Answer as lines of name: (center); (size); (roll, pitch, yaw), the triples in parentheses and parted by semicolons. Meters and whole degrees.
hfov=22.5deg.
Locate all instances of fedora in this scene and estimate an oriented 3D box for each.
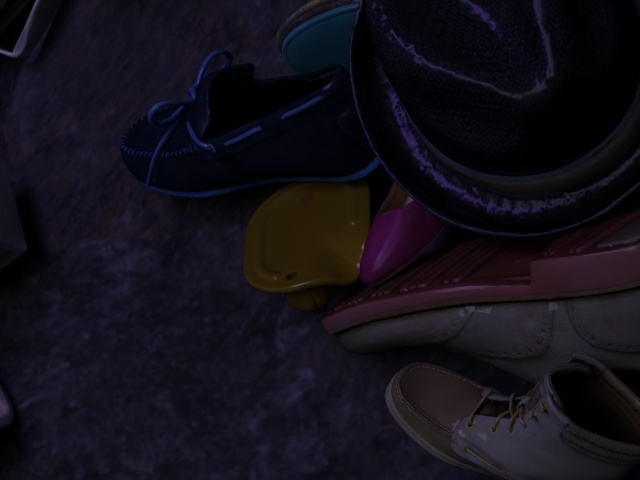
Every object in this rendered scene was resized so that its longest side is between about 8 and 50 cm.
fedora: (0.139, -0.170, 1.311); (0.334, 0.152, 0.334); (-9, 71, 28)

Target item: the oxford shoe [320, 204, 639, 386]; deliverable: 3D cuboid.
oxford shoe: (0.159, 0.076, 1.370); (0.397, 0.140, 0.147); (-11, 106, 47)

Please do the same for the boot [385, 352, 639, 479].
boot: (0.160, 0.137, 1.295); (0.213, 0.165, 0.077); (31, 60, 10)

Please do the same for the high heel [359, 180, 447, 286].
high heel: (0.078, -0.080, 1.432); (0.244, 0.117, 0.082); (-54, 23, -19)

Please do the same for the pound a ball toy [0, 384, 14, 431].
pound a ball toy: (-0.470, 0.270, 1.765); (0.319, 0.136, 0.208); (-38, 84, 19)

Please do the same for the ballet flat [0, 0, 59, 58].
ballet flat: (-0.409, -0.230, 1.859); (0.409, 0.147, 0.147); (-51, 55, 11)

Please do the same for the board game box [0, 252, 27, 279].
board game box: (-0.456, 0.016, 1.865); (0.243, 0.042, 0.165); (-35, 59, 21)

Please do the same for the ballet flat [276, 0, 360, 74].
ballet flat: (0.121, -0.233, 1.513); (0.348, 0.123, 0.123); (-10, 70, 32)

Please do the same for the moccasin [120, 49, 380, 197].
moccasin: (-0.072, -0.128, 1.574); (0.342, 0.117, 0.138); (-6, 44, 37)

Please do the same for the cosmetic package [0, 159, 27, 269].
cosmetic package: (-0.486, 0.016, 1.766); (0.296, 0.153, 0.129); (-33, 59, 21)

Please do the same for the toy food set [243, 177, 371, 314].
toy food set: (0.000, 0.000, 1.525); (0.128, 0.071, 0.218); (-18, 33, 15)
